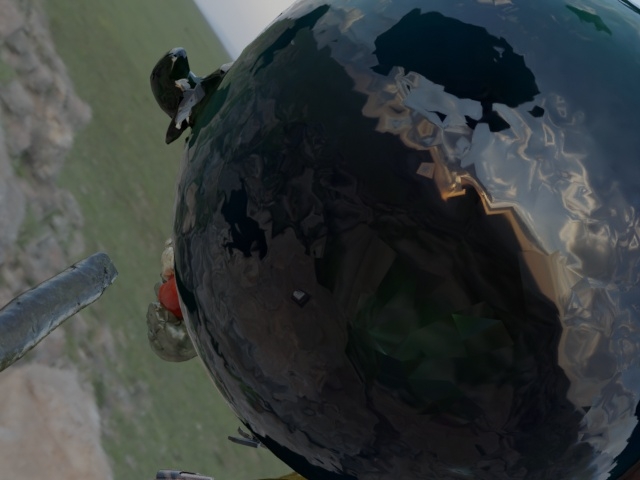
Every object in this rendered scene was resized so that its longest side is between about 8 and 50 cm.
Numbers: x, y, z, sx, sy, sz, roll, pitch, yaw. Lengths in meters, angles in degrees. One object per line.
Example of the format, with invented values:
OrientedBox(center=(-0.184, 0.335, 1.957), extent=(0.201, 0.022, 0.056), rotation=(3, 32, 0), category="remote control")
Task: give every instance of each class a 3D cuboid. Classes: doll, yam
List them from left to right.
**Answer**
OrientedBox(center=(-0.139, 0.041, 0.552), extent=(0.033, 0.027, 0.129), rotation=(67, 28, -10), category="yam")
OrientedBox(center=(0.083, 0.016, 0.401), extent=(0.321, 0.199, 0.186), rotation=(25, 21, 1), category="doll")

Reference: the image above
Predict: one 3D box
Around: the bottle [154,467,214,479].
OrientedBox(center=(-0.136, 0.328, 0.927), extent=(0.297, 0.173, 0.207), rotation=(-78, 178, -67), category="bottle")

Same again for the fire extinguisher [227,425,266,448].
OrientedBox(center=(-0.036, 0.199, 1.305), extent=(0.064, 0.158, 0.043), rotation=(19, -59, 24), category="fire extinguisher")

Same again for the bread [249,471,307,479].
OrientedBox(center=(0.031, 0.263, 0.627), extent=(0.333, 0.160, 0.333), rotation=(28, 38, -24), category="bread")

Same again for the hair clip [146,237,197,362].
OrientedBox(center=(0.000, -0.002, 0.859), extent=(0.138, 0.321, 0.091), rotation=(-79, 147, -56), category="hair clip")
